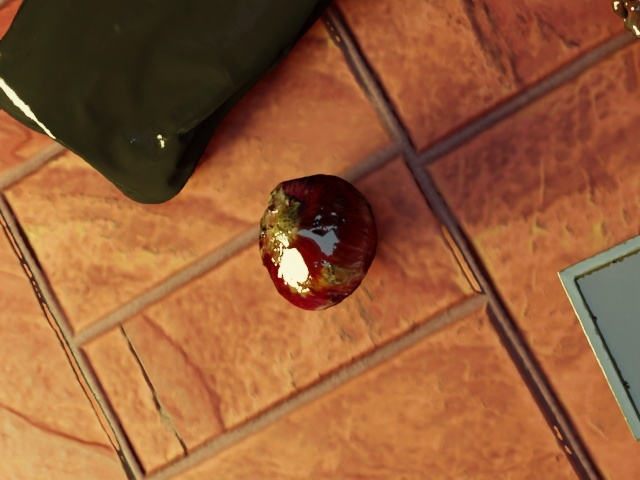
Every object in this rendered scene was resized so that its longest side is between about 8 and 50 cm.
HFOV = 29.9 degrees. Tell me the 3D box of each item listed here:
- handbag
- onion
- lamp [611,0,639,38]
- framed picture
[{"bbox_3d":[-0.120,-0.177,0.925,0.191,0.075,0.332,36,116,-13],"label":"handbag"},{"bbox_3d":[0.000,0.000,0.927,0.107,0.097,0.107,-5,84,55],"label":"onion"},{"bbox_3d":[0.311,-0.226,0.798,0.223,0.151,0.215,-17,44,39],"label":"lamp"},{"bbox_3d":[0.287,0.049,0.880,0.183,0.011,0.142,-26,83,16],"label":"framed picture"}]
